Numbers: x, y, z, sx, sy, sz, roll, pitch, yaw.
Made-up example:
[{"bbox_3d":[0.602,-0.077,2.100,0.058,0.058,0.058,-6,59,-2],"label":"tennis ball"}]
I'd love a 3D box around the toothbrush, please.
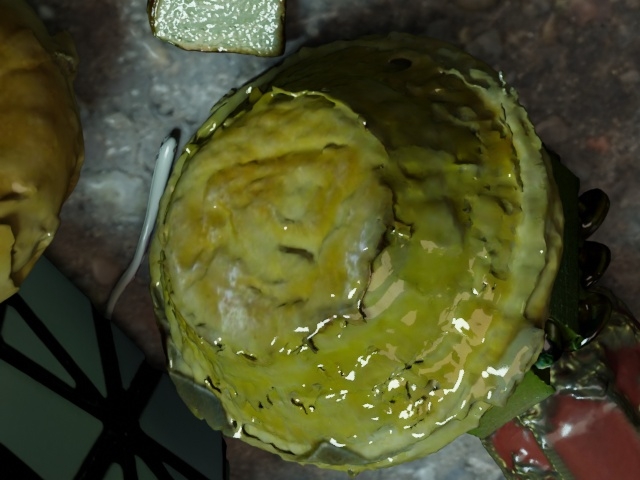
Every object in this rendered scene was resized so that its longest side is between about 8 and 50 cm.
[{"bbox_3d":[-0.145,0.007,1.207,0.022,0.017,0.204,18,115,-2],"label":"toothbrush"}]

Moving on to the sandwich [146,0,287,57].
[{"bbox_3d":[-0.073,-0.178,1.109,0.105,0.035,0.093,0,118,-4],"label":"sandwich"}]

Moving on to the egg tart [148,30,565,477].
[{"bbox_3d":[-0.001,0.000,1.057,0.341,0.341,0.132,-46,149,17],"label":"egg tart"}]

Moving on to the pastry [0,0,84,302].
[{"bbox_3d":[-0.317,-0.059,1.045,0.316,0.184,0.284,-7,75,-10],"label":"pastry"}]

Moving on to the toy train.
[{"bbox_3d":[0.140,0.026,1.139,0.090,0.225,0.137,37,125,-19],"label":"toy train"}]

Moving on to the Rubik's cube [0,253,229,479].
[{"bbox_3d":[-0.251,0.216,1.150,0.283,0.288,0.293,-37,117,16],"label":"Rubik's cube"}]

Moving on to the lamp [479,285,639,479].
[{"bbox_3d":[0.225,0.160,1.236,0.177,0.177,0.274,-34,115,12],"label":"lamp"}]
